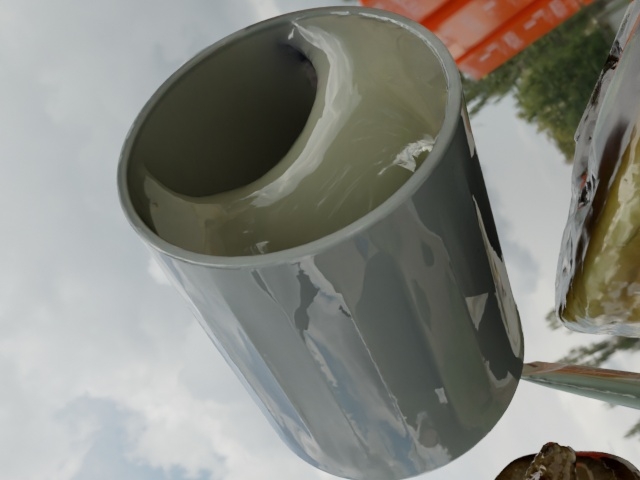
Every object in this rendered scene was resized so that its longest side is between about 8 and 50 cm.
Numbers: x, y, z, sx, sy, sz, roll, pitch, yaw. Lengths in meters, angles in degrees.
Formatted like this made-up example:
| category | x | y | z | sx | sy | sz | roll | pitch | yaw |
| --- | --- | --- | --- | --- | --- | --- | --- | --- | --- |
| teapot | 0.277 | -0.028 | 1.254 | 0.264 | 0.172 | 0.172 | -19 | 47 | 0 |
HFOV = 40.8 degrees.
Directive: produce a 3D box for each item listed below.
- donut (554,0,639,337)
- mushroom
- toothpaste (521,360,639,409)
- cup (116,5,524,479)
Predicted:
| category | x | y | z | sx | sy | sz | roll | pitch | yaw |
| --- | --- | --- | --- | --- | --- | --- | --- | --- | --- |
| donut | 0.266 | -0.074 | 0.599 | 0.330 | 0.159 | 0.330 | 13 | -90 | -79 |
| mushroom | 0.164 | 0.189 | 0.576 | 0.085 | 0.126 | 0.109 | 9 | -97 | -36 |
| toothpaste | 0.296 | 0.141 | 0.820 | 0.067 | 0.255 | 0.037 | -6 | -83 | -40 |
| cup | 0.000 | 0.000 | 0.689 | 0.323 | 0.236 | 0.327 | 48 | 170 | 41 |
